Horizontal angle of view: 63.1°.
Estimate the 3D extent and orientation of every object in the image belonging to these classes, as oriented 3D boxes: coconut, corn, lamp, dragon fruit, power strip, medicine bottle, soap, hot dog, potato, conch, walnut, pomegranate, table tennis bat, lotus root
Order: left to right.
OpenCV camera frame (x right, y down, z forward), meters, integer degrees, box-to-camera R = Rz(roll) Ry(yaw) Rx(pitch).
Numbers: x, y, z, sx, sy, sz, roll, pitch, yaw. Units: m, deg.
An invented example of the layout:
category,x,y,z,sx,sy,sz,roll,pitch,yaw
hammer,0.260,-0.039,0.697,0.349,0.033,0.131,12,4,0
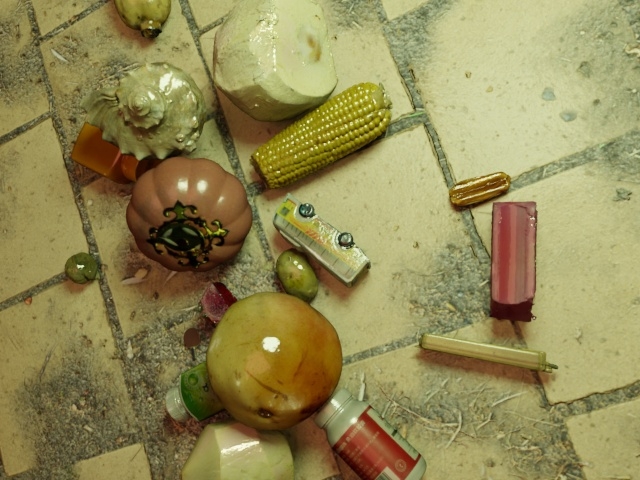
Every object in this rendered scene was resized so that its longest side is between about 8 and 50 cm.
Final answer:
category,x,y,z,sx,sy,sz,roll,pitch,yaw
walnut,-0.676,0.079,1.473,0.092,0.092,0.092,-2,84,17
medicine bottle,-0.562,-0.241,1.454,0.222,0.112,0.150,26,92,17
lotus root,-0.508,-0.702,1.470,0.160,0.146,0.285,-20,81,32
conch,-0.422,-0.290,1.292,0.296,0.352,0.210,-3,81,0
lamp,-0.321,-0.070,1.298,0.305,0.240,0.306,-4,124,-5
table tennis bat,-0.340,0.275,1.390,0.050,0.007,0.083,-13,79,15
medicine bottle,-0.291,0.381,1.322,0.188,0.088,0.132,-30,77,11
dragon fruit,-0.255,0.184,1.328,0.096,0.102,0.147,-43,65,1
coconut,-0.195,0.529,1.193,0.259,0.259,0.260,-2,84,17
coconut,-0.116,-0.430,1.254,0.254,0.297,0.298,0,84,45
pomegranate,-0.103,0.260,1.179,0.318,0.319,0.320,-2,84,17
potato,-0.060,0.086,1.292,0.091,0.070,0.138,-30,77,13
corn,0.002,-0.249,1.273,0.387,0.144,0.144,-30,77,12
medicine bottle,0.109,0.458,1.172,0.250,0.131,0.131,42,97,17
hot dog,0.368,-0.120,1.202,0.144,0.038,0.062,-18,77,12
power strip,0.362,0.245,1.152,0.305,0.064,0.044,8,80,18
soap,0.412,0.046,1.106,0.099,0.162,0.250,1,84,17

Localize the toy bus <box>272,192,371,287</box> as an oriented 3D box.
category,x,y,z,sx,sy,sz,roll,pitch,yaw
toy bus,0.000,0.000,1.261,0.268,0.092,0.106,39,80,16
